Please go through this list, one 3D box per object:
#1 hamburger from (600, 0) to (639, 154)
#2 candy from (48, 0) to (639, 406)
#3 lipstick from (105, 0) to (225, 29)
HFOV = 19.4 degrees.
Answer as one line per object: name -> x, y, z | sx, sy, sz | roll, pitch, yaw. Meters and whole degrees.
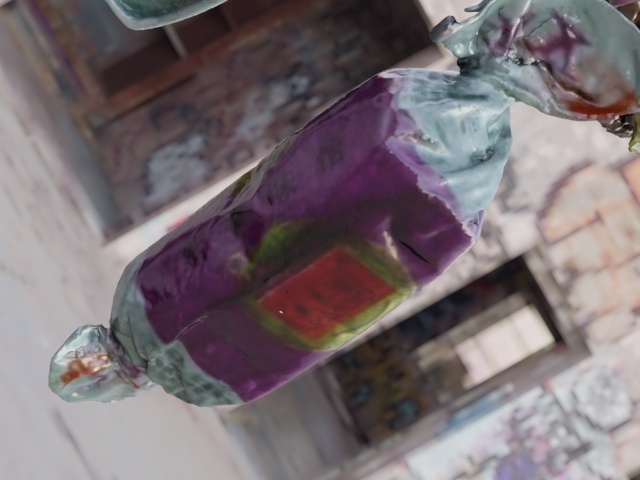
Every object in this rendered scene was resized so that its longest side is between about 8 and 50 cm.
hamburger -> 0.257, -0.165, 1.177 | 0.139, 0.261, 0.243 | 29, 16, 21
candy -> 0.000, 0.000, 0.432 | 0.045, 0.175, 0.043 | 37, 34, -27
lipstick -> -0.024, -0.150, 0.700 | 0.079, 0.077, 0.253 | 63, 23, -15
